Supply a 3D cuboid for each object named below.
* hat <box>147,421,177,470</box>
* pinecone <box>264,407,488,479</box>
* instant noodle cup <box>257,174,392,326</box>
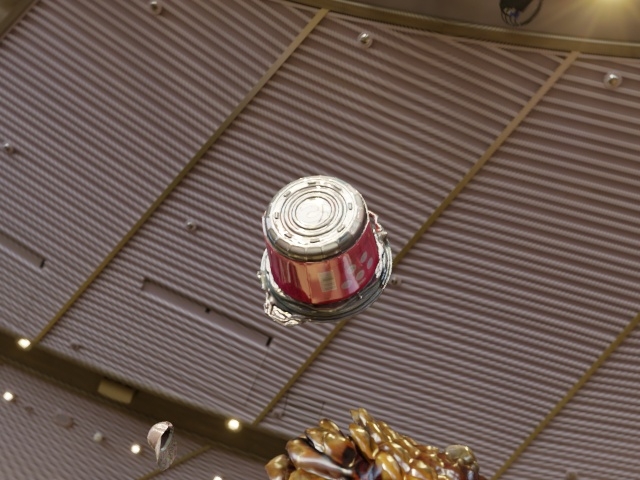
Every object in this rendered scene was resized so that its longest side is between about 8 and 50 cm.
[{"bbox_3d":[-0.304,0.386,1.065,0.042,0.058,0.087,-3,-95,21],"label":"hat"},{"bbox_3d":[0.024,0.181,0.317,0.173,0.173,0.174,6,-62,12],"label":"pinecone"},{"bbox_3d":[0.000,0.000,1.040,0.258,0.302,0.182,20,-29,21],"label":"instant noodle cup"}]
